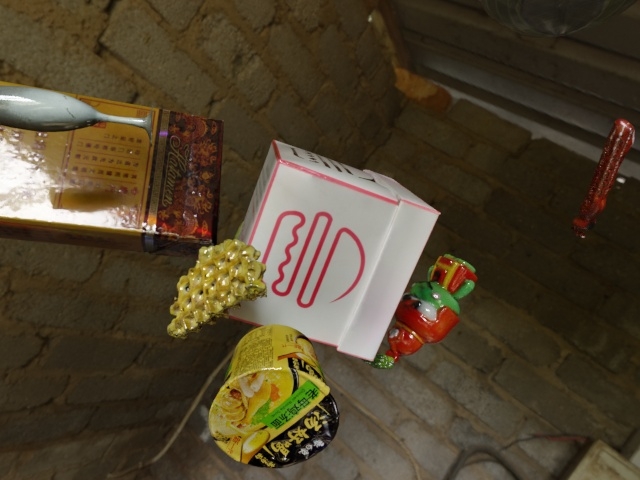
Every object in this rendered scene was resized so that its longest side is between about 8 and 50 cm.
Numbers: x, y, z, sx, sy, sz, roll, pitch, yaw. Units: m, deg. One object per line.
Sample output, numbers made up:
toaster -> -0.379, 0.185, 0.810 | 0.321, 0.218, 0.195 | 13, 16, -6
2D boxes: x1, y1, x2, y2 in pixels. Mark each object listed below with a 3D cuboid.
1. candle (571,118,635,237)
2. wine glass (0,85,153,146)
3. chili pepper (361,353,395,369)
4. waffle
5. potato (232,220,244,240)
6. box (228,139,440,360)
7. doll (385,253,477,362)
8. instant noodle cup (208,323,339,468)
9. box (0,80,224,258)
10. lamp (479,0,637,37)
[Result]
candle -> 0.624, -0.125, 1.064 | 0.051, 0.048, 0.329 | 26, -32, 27
wine glass -> -0.336, -0.171, 0.661 | 0.198, 0.066, 0.066 | 2, 12, -21
chili pepper -> 0.120, 0.255, 1.033 | 0.091, 0.034, 0.030 | 26, 41, -11
waffle -> -0.153, 0.076, 0.701 | 0.192, 0.160, 0.046 | 4, -16, 44
potato -> -0.140, 0.000, 1.190 | 0.081, 0.149, 0.120 | 27, -8, 37
box -> 0.000, 0.000, 0.955 | 0.300, 0.312, 0.314 | 19, 15, -13
doll -> 0.309, 0.208, 1.385 | 0.160, 0.363, 0.182 | 49, -11, -32
instant noodle cup -> -0.059, 0.187, 0.603 | 0.151, 0.151, 0.122 | 35, 13, -18
box -> -0.390, -0.119, 0.876 | 0.415, 0.264, 0.116 | 6, -21, -17
lamp -> 0.288, -0.365, 0.555 | 0.233, 0.233, 0.265 | 35, -6, 18
